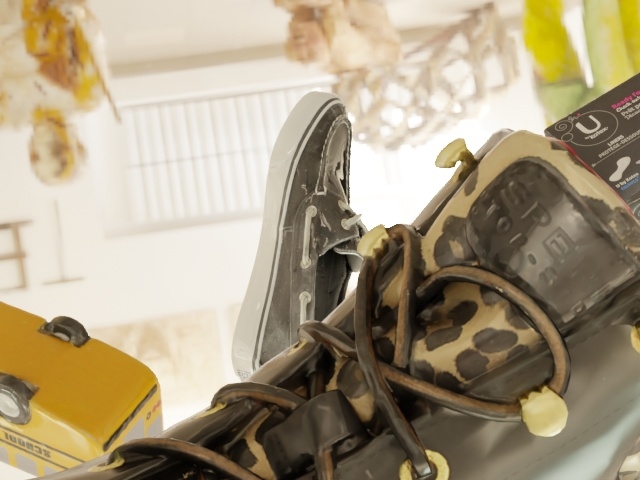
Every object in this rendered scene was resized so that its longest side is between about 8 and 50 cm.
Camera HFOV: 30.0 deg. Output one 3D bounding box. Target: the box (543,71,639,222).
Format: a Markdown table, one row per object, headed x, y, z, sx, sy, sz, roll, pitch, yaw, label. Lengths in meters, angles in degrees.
| x | y | z | sx | sy | sz | roll | pitch | yaw | label |
| --- | --- | --- | --- | --- | --- | --- | --- | --- | --- |
| 0.338 | -0.028 | 1.148 | 0.163 | 0.142 | 0.247 | -31 | 133 | -4 | box |

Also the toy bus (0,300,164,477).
| x | y | z | sx | sy | sz | roll | pitch | yaw | label |
| --- | --- | --- | --- | --- | --- | --- | --- | --- | --- |
| -0.321 | 0.133 | 1.168 | 0.332 | 0.130 | 0.108 | 17 | -139 | 19 | toy bus |

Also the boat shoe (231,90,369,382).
| x | y | z | sx | sy | sz | roll | pitch | yaw | label |
| --- | --- | --- | --- | --- | --- | --- | --- | --- | --- |
| 0.000 | 0.000 | 1.151 | 0.102 | 0.301 | 0.108 | 6 | 162 | 28 | boat shoe |

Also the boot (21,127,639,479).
| x | y | z | sx | sy | sz | roll | pitch | yaw | label |
| --- | --- | --- | --- | --- | --- | --- | --- | --- | --- |
| -0.021 | 0.076 | 0.376 | 0.284 | 0.138 | 0.377 | -43 | 142 | 2 | boot |
